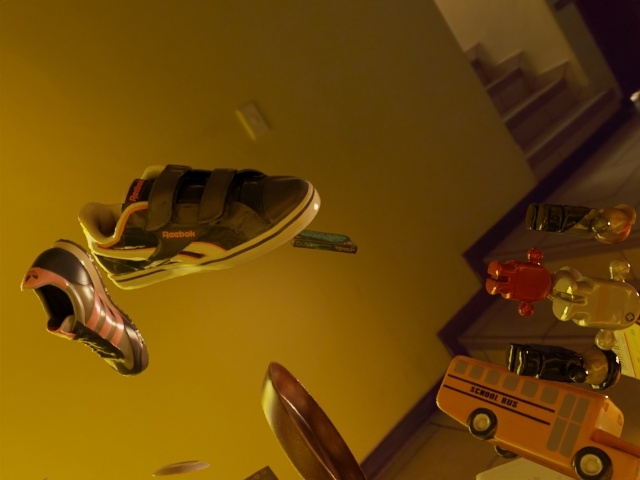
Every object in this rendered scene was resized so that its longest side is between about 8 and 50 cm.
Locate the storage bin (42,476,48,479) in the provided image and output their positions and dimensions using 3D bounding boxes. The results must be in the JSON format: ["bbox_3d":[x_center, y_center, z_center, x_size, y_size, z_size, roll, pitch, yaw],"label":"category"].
[{"bbox_3d":[-0.444,0.526,0.787,0.123,0.262,0.260,-36,-6,42],"label":"storage bin"}]

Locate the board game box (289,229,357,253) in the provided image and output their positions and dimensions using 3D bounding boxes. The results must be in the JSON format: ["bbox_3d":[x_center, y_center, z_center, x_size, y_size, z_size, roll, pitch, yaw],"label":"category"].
[{"bbox_3d":[0.000,0.000,1.590,0.186,0.026,0.126,6,14,-17],"label":"board game box"}]

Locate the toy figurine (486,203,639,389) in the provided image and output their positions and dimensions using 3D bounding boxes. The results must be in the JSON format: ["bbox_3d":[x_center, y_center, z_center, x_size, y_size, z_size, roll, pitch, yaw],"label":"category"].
[{"bbox_3d":[0.332,0.069,0.727,0.209,0.148,0.213,105,169,-45],"label":"toy figurine"}]

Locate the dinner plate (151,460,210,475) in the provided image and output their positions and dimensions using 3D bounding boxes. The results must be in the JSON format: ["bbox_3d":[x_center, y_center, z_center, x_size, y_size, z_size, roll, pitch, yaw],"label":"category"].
[{"bbox_3d":[-0.342,0.558,1.374,0.141,0.017,0.141,-7,-16,-2],"label":"dinner plate"}]

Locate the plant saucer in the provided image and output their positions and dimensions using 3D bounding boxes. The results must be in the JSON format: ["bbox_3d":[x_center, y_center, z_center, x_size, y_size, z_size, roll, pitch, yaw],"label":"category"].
[{"bbox_3d":[-0.008,0.193,0.537,0.029,0.168,0.168,-36,8,-2],"label":"plant saucer"}]

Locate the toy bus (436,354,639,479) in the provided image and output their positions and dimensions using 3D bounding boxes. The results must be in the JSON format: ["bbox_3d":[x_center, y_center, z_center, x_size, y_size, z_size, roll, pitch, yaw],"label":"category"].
[{"bbox_3d":[0.349,0.291,0.886,0.333,0.108,0.130,6,62,51],"label":"toy bus"}]

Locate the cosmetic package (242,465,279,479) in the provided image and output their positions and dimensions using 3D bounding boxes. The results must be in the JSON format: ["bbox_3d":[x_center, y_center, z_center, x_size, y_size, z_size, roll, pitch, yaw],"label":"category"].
[{"bbox_3d":[-0.055,0.490,0.872,0.107,0.127,0.238,-22,32,-25],"label":"cosmetic package"}]

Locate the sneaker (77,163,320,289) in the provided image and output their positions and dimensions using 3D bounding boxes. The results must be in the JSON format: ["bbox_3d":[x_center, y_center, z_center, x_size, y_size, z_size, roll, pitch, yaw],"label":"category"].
[{"bbox_3d":[-0.166,-0.033,0.712,0.321,0.127,0.126,-18,34,16],"label":"sneaker"}]

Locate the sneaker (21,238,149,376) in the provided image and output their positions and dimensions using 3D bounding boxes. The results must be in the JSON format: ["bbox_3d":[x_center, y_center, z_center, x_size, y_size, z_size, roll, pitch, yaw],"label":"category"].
[{"bbox_3d":[-0.446,0.161,1.053,0.112,0.319,0.131,-12,28,25],"label":"sneaker"}]

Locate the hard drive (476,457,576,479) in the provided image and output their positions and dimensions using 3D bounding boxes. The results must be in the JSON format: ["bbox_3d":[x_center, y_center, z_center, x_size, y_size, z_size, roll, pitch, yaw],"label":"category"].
[{"bbox_3d":[0.411,0.537,1.048,0.210,0.040,0.318,-30,14,19],"label":"hard drive"}]

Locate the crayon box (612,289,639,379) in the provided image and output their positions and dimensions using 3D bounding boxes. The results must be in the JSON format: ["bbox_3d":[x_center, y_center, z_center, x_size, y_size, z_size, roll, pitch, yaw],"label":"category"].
[{"bbox_3d":[0.742,0.215,1.253,0.081,0.202,0.318,-12,-7,7],"label":"crayon box"}]
